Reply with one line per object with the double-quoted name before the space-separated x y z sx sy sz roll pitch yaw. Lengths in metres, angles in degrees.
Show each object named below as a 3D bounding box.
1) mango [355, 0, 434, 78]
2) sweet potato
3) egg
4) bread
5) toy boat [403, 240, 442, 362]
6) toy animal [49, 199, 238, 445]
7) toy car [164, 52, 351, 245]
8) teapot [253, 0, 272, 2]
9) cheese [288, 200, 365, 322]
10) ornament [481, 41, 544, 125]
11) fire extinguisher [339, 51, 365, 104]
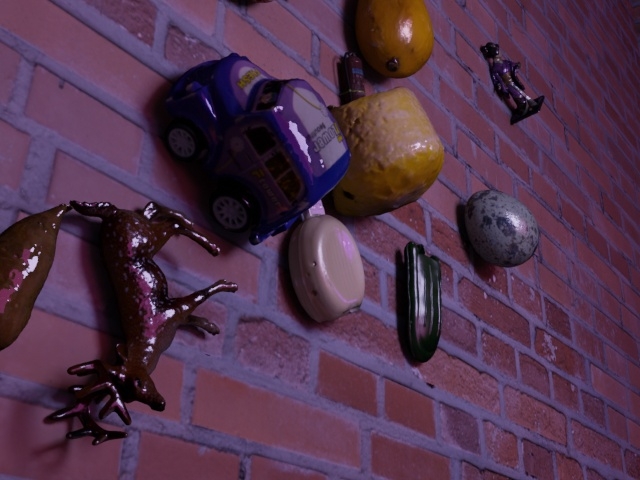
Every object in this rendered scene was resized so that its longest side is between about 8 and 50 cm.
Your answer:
"mango" 0.139 -0.403 1.506 0.176 0.119 0.317 50 32 -26
"sweet potato" -0.299 0.073 0.726 0.075 0.074 0.269 39 58 -40
"egg" 0.354 -0.026 1.629 0.172 0.132 0.132 51 39 -11
"bread" 0.091 -0.130 1.267 0.197 0.197 0.171 -4 69 -55
"toy boat" 0.173 0.102 1.393 0.104 0.052 0.210 30 54 -48
"toy animal" -0.197 0.075 0.877 0.260 0.087 0.243 -12 73 -54
"toy car" -0.072 -0.133 1.041 0.235 0.158 0.172 55 39 -15
"teapot" -0.090 -0.423 1.206 0.245 0.116 0.159 35 38 -50
"cheese" 0.000 0.000 1.179 0.137 0.064 0.227 -8 84 -59
"ornament" 0.456 -0.386 1.965 0.203 0.081 0.088 58 37 -21
"fire extinguisher" 0.054 -0.265 1.389 0.056 0.039 0.132 24 57 -59
